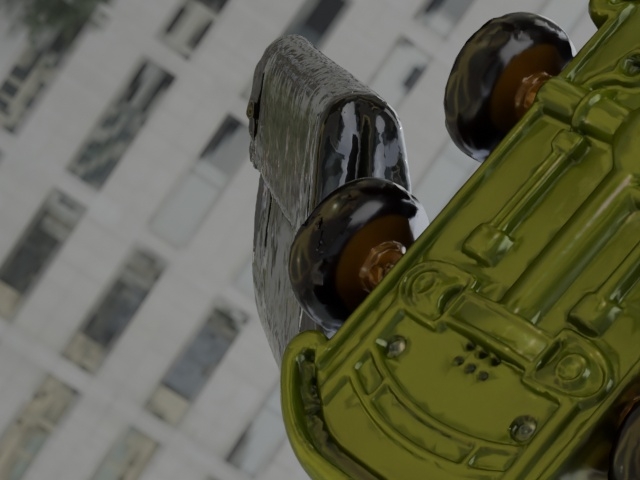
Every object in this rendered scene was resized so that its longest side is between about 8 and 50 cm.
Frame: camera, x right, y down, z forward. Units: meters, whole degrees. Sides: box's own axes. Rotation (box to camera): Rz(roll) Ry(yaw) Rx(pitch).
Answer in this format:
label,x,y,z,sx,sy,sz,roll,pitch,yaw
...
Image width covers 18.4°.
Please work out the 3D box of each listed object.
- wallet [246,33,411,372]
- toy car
label,x,y,z,sx,sy,sz,roll,pitch,yaw
wallet,-0.001,0.000,1.226,0.406,0.062,0.228,-127,-146,-78
toy car,0.112,0.027,0.682,0.248,0.142,0.200,-47,-140,-6
